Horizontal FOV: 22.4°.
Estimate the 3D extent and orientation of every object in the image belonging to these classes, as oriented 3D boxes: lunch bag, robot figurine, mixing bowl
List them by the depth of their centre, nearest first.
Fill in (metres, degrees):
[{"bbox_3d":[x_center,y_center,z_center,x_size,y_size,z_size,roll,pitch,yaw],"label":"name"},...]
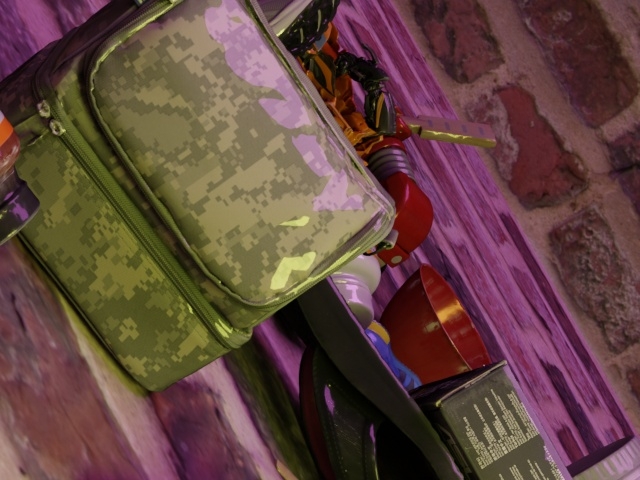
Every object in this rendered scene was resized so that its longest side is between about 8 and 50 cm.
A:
[{"bbox_3d":[-0.111,-0.068,1.338,0.305,0.256,0.212,55,14,-13],"label":"lunch bag"},{"bbox_3d":[-0.028,-0.193,2.030,0.085,0.211,0.291,-3,55,-51],"label":"robot figurine"},{"bbox_3d":[0.138,0.130,2.090,0.181,0.098,0.181,54,15,-22],"label":"mixing bowl"}]

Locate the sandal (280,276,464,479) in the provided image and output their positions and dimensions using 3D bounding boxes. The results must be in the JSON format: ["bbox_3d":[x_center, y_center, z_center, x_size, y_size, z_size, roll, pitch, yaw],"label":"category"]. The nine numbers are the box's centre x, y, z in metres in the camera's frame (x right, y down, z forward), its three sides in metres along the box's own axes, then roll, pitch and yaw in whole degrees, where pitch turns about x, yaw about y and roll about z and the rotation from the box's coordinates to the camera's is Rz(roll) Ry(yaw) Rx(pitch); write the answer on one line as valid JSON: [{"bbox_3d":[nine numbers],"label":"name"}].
[{"bbox_3d":[0.020,0.166,1.595,0.445,0.107,0.167,56,-13,6],"label":"sandal"}]

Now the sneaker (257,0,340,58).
[{"bbox_3d":[-0.078,-0.241,1.827,0.108,0.271,0.100,44,-18,17],"label":"sneaker"}]

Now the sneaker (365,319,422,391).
[{"bbox_3d":[0.060,0.166,1.860,0.209,0.069,0.082,57,47,-53],"label":"sneaker"}]

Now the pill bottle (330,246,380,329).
[{"bbox_3d":[0.000,0.000,1.795,0.117,0.117,0.215,41,32,-51],"label":"pill bottle"}]

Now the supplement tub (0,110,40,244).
[{"bbox_3d":[-0.278,-0.081,1.107,0.198,0.106,0.106,54,15,-18],"label":"supplement tub"}]

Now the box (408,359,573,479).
[{"bbox_3d":[0.208,0.325,1.667,0.395,0.097,0.318,61,-17,2],"label":"box"}]

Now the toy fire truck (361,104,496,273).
[{"bbox_3d":[0.106,-0.085,2.119,0.158,0.246,0.217,42,22,-48],"label":"toy fire truck"}]

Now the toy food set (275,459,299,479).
[{"bbox_3d":[-0.032,0.257,1.427,0.078,0.019,0.122,49,25,-32],"label":"toy food set"}]

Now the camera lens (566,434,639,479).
[{"bbox_3d":[0.400,0.423,2.127,0.274,0.219,0.219,60,14,6],"label":"camera lens"}]
